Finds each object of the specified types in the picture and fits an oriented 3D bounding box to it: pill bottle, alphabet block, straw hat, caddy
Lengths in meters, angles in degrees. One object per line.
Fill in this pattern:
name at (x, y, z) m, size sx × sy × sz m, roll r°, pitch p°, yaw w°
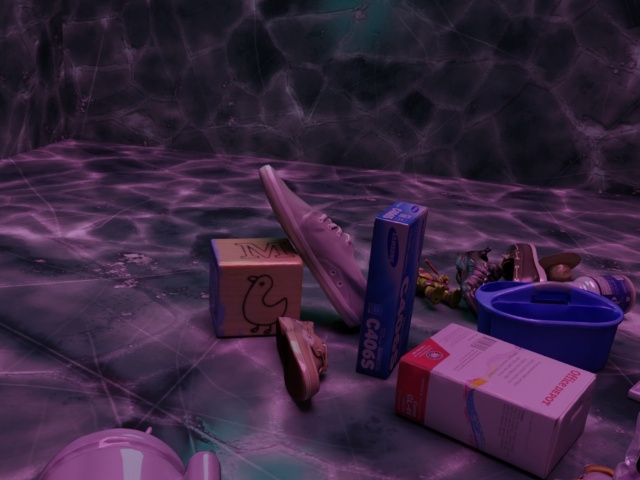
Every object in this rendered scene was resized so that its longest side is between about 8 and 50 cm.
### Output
pill bottle at (0.744, 0.151, 1.830) m, size 0.187 × 0.112 × 0.112 m, roll -2°, pitch 19°, yaw -17°
alphabet block at (-0.160, 0.108, 1.621) m, size 0.197 × 0.192 × 0.193 m, roll -2°, pitch 21°, yaw -14°
straw hat at (0.732, 0.097, 2.064) m, size 0.145 × 0.144 × 0.061 m, roll 2°, pitch 56°, yaw -9°
caddy at (0.529, 0.179, 1.584) m, size 0.341 × 0.179 × 0.241 m, roll 3°, pitch 19°, yaw -5°

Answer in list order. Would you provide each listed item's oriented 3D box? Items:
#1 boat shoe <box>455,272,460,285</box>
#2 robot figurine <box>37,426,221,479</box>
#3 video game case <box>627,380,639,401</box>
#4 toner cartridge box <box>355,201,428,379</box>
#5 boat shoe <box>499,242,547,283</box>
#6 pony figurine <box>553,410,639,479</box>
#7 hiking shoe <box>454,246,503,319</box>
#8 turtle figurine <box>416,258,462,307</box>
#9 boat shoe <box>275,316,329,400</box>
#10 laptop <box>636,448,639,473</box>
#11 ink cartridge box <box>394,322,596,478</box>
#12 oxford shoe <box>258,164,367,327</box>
boat shoe at (0.468, 0.146, 1.844) m, size 0.223 × 0.080 × 0.073 m, roll 31°, pitch -12°, yaw 42°
robot figurine at (-0.248, 0.362, 0.794) m, size 0.300 × 0.199 × 0.353 m, roll -27°, pitch 23°, yaw -3°
video game case at (0.776, 0.333, 1.421) m, size 0.190 × 0.022 × 0.173 m, roll 20°, pitch 23°, yaw 40°
toner cartridge box at (0.154, 0.104, 1.447) m, size 0.075 × 0.347 × 0.165 m, roll 12°, pitch 20°, yaw 19°
boat shoe at (0.587, 0.085, 1.998) m, size 0.097 × 0.116 × 0.324 m, roll 9°, pitch 24°, yaw 2°
pony figurine at (0.434, 0.352, 0.893) m, size 0.351 × 0.302 × 0.363 m, roll -15°, pitch -15°, yaw 36°
hiking shoe at (0.429, 0.108, 1.782) m, size 0.114 × 0.086 × 0.227 m, roll -21°, pitch 47°, yaw 17°
turtle figurine at (0.280, 0.106, 1.871) m, size 0.269 × 0.087 × 0.217 m, roll 28°, pitch 10°, yaw -34°
boat shoe at (-0.029, 0.235, 1.400) m, size 0.098 × 0.109 × 0.302 m, roll 0°, pitch 13°, yaw -11°
laptop at (0.585, 0.261, 0.826) m, size 0.236 × 0.408 × 0.382 m, roll 7°, pitch 48°, yaw 40°
ink cartridge box at (0.327, 0.289, 1.274) m, size 0.306 × 0.131 × 0.226 m, roll 19°, pitch 22°, yaw 34°
oxford shoe at (0.000, 0.000, 1.634) m, size 0.130 × 0.449 × 0.169 m, roll -34°, pitch 4°, yaw -1°
